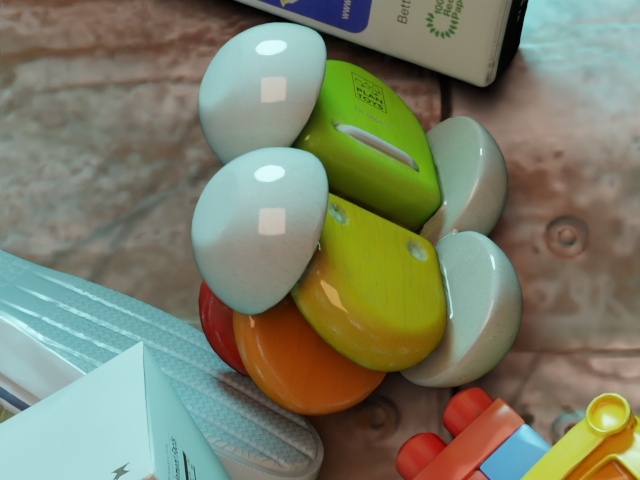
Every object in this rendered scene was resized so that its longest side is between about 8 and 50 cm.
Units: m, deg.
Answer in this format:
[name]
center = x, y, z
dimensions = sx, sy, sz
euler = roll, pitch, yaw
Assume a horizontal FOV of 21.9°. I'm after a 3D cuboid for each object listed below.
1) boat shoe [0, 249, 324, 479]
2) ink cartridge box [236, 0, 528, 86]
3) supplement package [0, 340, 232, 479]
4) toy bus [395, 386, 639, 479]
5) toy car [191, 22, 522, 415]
[boat shoe]
center = -0.144, 0.070, 0.804
dimensions = 0.302, 0.109, 0.094
euler = 25, 110, 12
[ink cartridge box]
center = -0.060, -0.219, 0.836
dimensions = 0.371, 0.175, 0.069
euler = 20, 38, 12
[supplement package]
center = -0.100, 0.190, 0.670
dimensions = 0.194, 0.149, 0.203
euler = -29, 107, 2
[toy bus]
center = 0.098, 0.173, 0.710
dimensions = 0.220, 0.149, 0.211
euler = -47, 59, -5
[toy car]
center = 0.000, 0.000, 0.780
dimensions = 0.136, 0.159, 0.182
euler = -42, 35, 38
